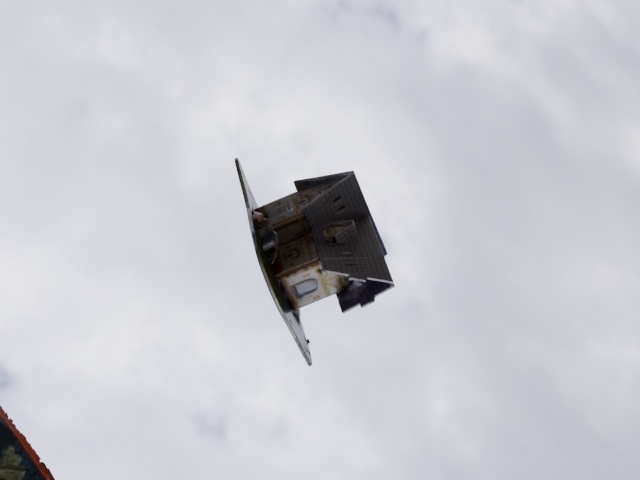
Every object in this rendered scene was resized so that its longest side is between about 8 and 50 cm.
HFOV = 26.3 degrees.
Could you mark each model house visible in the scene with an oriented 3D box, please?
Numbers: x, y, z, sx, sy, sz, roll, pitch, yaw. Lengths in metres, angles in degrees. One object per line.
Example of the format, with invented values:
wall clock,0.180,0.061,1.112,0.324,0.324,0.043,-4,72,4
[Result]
model house,0.000,0.000,1.057,0.167,0.088,0.117,-107,-6,-59

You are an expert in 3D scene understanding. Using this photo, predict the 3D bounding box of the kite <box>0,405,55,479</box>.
kite,-0.173,0.077,0.422,0.234,0.016,0.321,4,-132,9
